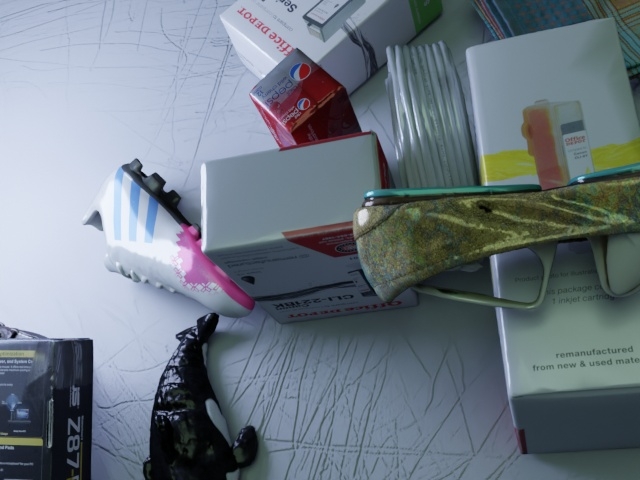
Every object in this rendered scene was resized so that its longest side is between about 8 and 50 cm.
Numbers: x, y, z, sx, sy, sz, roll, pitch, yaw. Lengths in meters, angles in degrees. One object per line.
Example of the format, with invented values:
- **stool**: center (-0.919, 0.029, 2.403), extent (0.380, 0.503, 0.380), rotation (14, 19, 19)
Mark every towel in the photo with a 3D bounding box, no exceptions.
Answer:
- **towel**: center (0.414, -0.340, 1.033), extent (0.369, 0.040, 0.272), rotation (-20, 62, -4)

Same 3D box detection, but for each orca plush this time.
- **orca plush**: center (-0.159, 0.223, 0.920), extent (0.151, 0.102, 0.288), rotation (-1, 65, 16)

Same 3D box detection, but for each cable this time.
- **cable**: center (0.138, -0.112, 0.907), extent (0.089, 0.257, 0.257), rotation (-10, 51, 8)

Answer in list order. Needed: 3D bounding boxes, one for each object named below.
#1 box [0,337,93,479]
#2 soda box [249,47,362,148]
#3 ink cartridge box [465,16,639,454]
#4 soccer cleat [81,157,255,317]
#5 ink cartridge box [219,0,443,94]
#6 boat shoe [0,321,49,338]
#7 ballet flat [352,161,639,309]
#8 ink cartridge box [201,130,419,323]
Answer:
- **box**: center (-0.483, 0.282, 0.940), extent (0.394, 0.097, 0.319), rotation (-3, 85, 16)
- **soda box**: center (0.005, -0.115, 0.943), extent (0.083, 0.263, 0.092), rotation (-42, 61, -5)
- **ink cartridge box**: center (0.264, 0.008, 0.802), extent (0.160, 0.279, 0.385), rotation (-7, 63, 15)
- **soccer cleat**: center (-0.217, 0.024, 1.039), extent (0.143, 0.116, 0.331), rotation (-48, 56, 3)
- **ink cartridge box**: center (0.017, -0.344, 1.136), extent (0.273, 0.115, 0.198), rotation (-43, 61, -7)
- **boat shoe**: center (-0.478, 0.160, 1.048), extent (0.285, 0.092, 0.103), rotation (10, 68, 20)
- **ballet flat**: center (0.200, -0.003, 0.612), extent (0.348, 0.123, 0.123), rotation (-7, 63, 16)
- **ink cartridge box**: center (0.000, 0.000, 0.887), extent (0.196, 0.273, 0.114), rotation (-9, 66, 12)
